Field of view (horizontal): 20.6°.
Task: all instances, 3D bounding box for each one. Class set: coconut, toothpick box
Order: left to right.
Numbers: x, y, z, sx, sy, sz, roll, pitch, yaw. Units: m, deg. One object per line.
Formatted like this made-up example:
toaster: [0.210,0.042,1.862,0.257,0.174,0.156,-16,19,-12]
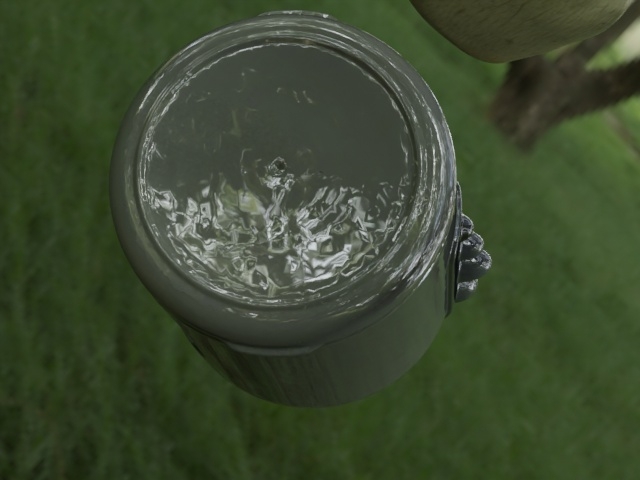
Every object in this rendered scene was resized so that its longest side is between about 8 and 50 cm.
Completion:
toothpick box: [0.000,0.000,1.178,0.229,0.229,0.316,45,-7,15]
coconut: [0.130,-0.222,1.125,0.224,0.224,0.224,42,8,-8]
